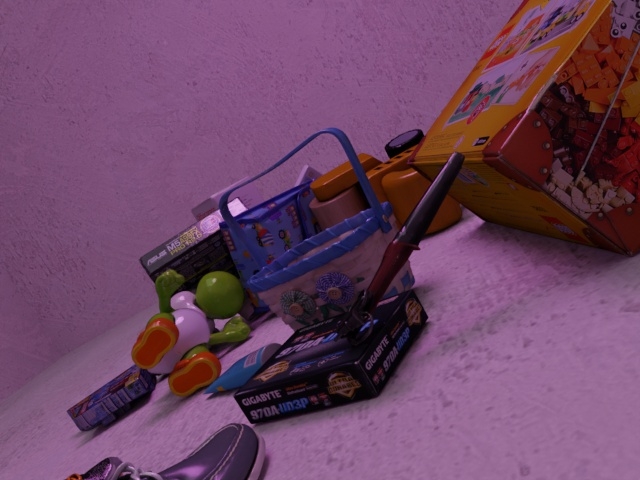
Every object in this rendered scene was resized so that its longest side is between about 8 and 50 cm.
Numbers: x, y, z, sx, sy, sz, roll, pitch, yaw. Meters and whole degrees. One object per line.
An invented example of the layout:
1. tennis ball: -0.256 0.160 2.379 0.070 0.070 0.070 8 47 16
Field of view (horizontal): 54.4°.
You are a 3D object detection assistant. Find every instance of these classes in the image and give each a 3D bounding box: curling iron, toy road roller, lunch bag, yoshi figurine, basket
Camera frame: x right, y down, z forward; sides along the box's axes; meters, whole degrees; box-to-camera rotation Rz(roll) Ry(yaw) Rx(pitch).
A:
1. curling iron: 0.101 0.010 0.741 0.274 0.035 0.068 -55 5 -10
2. toy road roller: 0.157 -0.087 1.339 0.330 0.202 0.240 -29 18 -1
3. lunch bag: -0.056 0.000 1.433 0.138 0.221 0.293 -7 19 41
4. yoshi figurine: -0.248 0.156 1.290 0.203 0.203 0.362 1 14 -2
5. basket: 0.000 0.000 0.973 0.255 0.289 0.201 -30 2 32

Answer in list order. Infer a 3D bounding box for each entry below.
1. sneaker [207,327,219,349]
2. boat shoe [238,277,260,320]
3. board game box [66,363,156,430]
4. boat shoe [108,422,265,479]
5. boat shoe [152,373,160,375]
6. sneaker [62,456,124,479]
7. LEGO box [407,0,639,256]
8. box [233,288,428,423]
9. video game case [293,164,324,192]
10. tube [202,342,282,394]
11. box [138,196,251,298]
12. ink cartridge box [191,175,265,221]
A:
1. sneaker: -0.286 0.228 1.485 0.094 0.080 0.212 -26 16 -8
2. boat shoe: -0.101 0.093 1.554 0.302 0.094 0.109 -36 -18 -26
3. board game box: -0.459 0.352 1.354 0.194 0.060 0.194 -33 8 -9
4. boat shoe: -0.174 0.269 0.605 0.116 0.099 0.319 -24 10 43
5. boat shoe: -0.380 0.274 1.508 0.073 0.073 0.207 -30 7 -9
6. sneaker: -0.360 0.357 0.831 0.215 0.083 0.084 -35 7 -41
7. LEGO box: 0.351 -0.208 0.889 0.372 0.193 0.500 -54 7 4
8. box: 0.015 0.154 0.818 0.220 0.051 0.175 -24 10 38
9. video game case: -0.009 -0.055 1.535 0.023 0.183 0.201 16 79 56
10. tube: -0.123 0.212 1.015 0.080 0.052 0.207 -30 0 -39
11. box: -0.263 0.046 1.476 0.270 0.060 0.216 -34 -34 -11
12. ink cartridge box: -0.202 0.000 1.719 0.129 0.307 0.223 -35 8 -26
